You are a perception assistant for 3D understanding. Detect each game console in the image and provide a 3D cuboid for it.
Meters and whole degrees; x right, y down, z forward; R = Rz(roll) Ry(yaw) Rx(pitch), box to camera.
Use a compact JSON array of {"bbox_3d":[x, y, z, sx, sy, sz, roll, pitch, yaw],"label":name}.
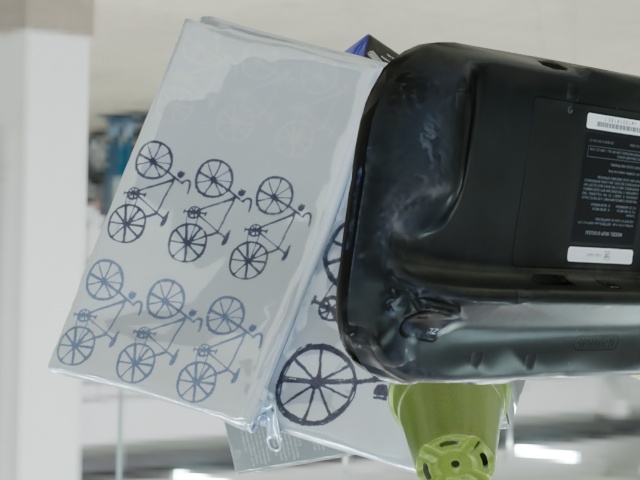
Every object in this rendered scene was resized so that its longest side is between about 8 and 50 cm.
[{"bbox_3d":[0.148,-0.017,0.532,0.361,0.213,0.044,3,178,-41],"label":"game console"}]

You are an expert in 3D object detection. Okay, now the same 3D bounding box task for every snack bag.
[{"bbox_3d":[0.000,0.000,1.092,0.343,0.323,0.037,16,163,15],"label":"snack bag"}]

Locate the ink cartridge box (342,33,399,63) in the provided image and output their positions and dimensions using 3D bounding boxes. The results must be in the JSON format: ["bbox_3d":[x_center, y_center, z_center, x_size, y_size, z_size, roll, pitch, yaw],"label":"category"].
[{"bbox_3d":[0.100,-0.081,1.232,0.207,0.097,0.046,30,143,-26],"label":"ink cartridge box"}]

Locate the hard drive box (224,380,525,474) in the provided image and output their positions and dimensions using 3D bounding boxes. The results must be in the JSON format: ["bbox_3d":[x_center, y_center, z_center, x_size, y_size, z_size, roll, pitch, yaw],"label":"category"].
[{"bbox_3d":[0.049,0.120,1.227,0.232,0.089,0.181,-12,-177,12],"label":"hard drive box"}]

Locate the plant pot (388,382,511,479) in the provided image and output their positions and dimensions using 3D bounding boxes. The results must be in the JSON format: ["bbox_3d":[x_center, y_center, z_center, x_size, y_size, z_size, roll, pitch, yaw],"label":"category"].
[{"bbox_3d":[0.087,0.124,0.937,0.083,0.083,0.079,1,-151,0],"label":"plant pot"}]

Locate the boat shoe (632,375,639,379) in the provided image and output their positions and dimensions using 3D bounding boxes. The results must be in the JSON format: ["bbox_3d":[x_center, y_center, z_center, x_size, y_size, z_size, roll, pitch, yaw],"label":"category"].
[{"bbox_3d":[0.313,0.064,1.389,0.063,0.170,0.059,-18,143,32],"label":"boat shoe"}]
